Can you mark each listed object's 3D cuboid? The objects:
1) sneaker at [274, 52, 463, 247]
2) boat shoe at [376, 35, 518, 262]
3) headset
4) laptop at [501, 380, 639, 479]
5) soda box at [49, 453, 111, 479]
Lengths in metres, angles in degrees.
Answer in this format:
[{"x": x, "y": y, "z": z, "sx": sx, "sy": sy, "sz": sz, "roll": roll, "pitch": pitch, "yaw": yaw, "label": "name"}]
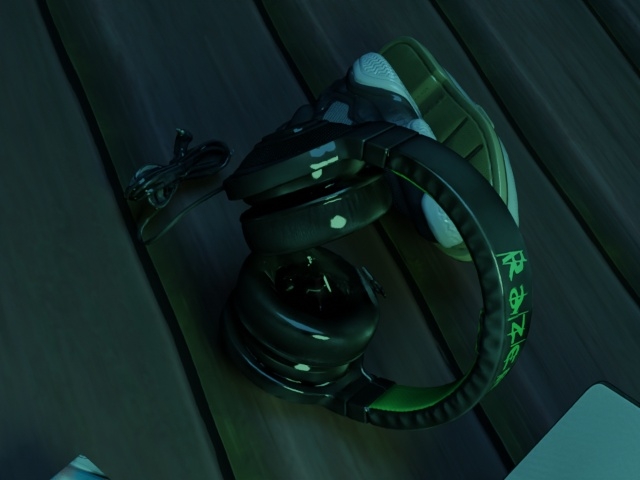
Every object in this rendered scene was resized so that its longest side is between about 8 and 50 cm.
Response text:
[{"x": 0.039, "y": -0.059, "z": 1.029, "sx": 0.153, "sy": 0.101, "sz": 0.268, "roll": -31, "pitch": 40, "yaw": 9, "label": "sneaker"}, {"x": 0.139, "y": -0.088, "z": 1.123, "sx": 0.103, "sy": 0.113, "sz": 0.302, "roll": 32, "pitch": 30, "yaw": -41, "label": "boat shoe"}, {"x": 0.000, "y": 0.000, "z": 0.928, "sx": 0.394, "sy": 0.243, "sz": 0.185, "roll": 19, "pitch": 30, "yaw": 29, "label": "headset"}, {"x": 0.108, "y": 0.249, "z": 0.612, "sx": 0.408, "sy": 0.236, "sz": 0.382, "roll": -45, "pitch": 36, "yaw": -6, "label": "laptop"}, {"x": -0.208, "y": 0.227, "z": 0.735, "sx": 0.058, "sy": 0.063, "sz": 0.183, "roll": 38, "pitch": 46, "yaw": 13, "label": "soda box"}]
